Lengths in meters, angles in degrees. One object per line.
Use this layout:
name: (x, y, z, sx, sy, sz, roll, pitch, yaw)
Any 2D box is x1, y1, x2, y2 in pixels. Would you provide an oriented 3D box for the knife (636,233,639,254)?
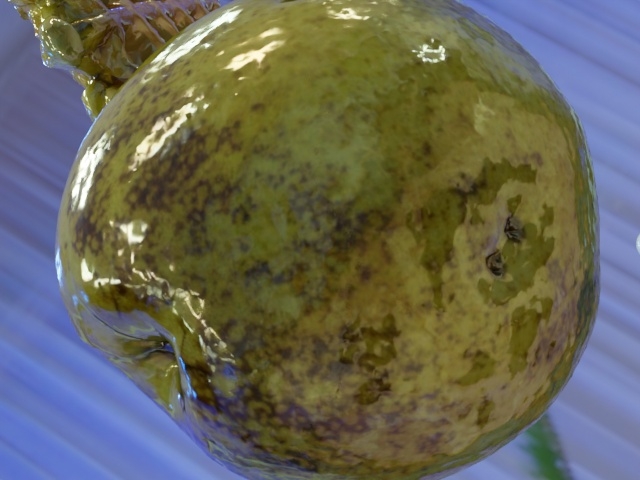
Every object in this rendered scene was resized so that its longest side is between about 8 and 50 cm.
knife: (0.384, -0.084, 1.444, 0.331, 0.044, 0.080, -37, -9, -3)

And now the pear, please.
pear: (0.000, 0.000, 0.686, 0.197, 0.197, 0.197, -48, -23, -28)

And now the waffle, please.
waffle: (-0.100, -0.111, 0.999, 0.058, 0.243, 0.238, -38, -41, 17)
